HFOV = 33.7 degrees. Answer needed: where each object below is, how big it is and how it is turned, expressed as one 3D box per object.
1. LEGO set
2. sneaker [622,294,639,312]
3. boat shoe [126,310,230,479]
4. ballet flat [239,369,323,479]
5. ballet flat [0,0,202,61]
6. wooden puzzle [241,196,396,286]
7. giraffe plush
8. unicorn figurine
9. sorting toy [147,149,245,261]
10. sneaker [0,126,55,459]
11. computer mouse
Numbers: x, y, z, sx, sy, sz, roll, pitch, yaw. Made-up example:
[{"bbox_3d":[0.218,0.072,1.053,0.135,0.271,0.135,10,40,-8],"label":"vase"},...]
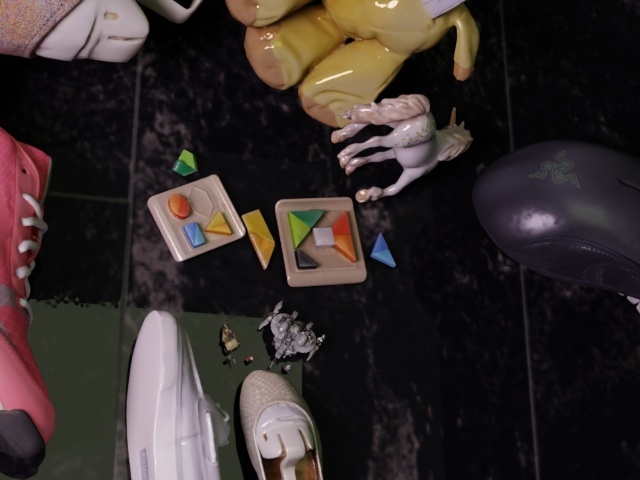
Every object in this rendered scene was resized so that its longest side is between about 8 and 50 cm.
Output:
[{"bbox_3d":[-0.033,0.074,0.803,0.083,0.023,0.054,-20,77,-24],"label":"LEGO set"},{"bbox_3d":[0.291,0.020,0.906,0.190,0.071,0.083,37,58,-2],"label":"sneaker"},{"bbox_3d":[-0.094,0.140,0.739,0.063,0.066,0.184,5,65,-31],"label":"boat shoe"},{"bbox_3d":[-0.016,0.168,0.756,0.057,0.052,0.168,-9,73,-21],"label":"ballet flat"},{"bbox_3d":[-0.152,-0.201,0.808,0.106,0.107,0.316,50,52,-8],"label":"ballet flat"},{"bbox_3d":[0.000,0.000,0.848,0.116,0.014,0.079,-10,73,-21],"label":"wooden puzzle"},{"bbox_3d":[0.039,-0.222,0.873,0.210,0.181,0.170,-13,41,15],"label":"giraffe plush"},{"bbox_3d":[0.070,-0.078,0.858,0.111,0.162,0.060,-23,82,4],"label":"unicorn figurine"},{"bbox_3d":[-0.102,-0.030,0.827,0.062,0.012,0.083,-23,79,-24],"label":"sorting toy"},{"bbox_3d":[-0.233,-0.008,0.720,0.136,0.116,0.314,-23,78,-26],"label":"sneaker"},{"bbox_3d":[0.257,-0.021,0.841,0.272,0.072,0.188,13,53,-10],"label":"computer mouse"}]
